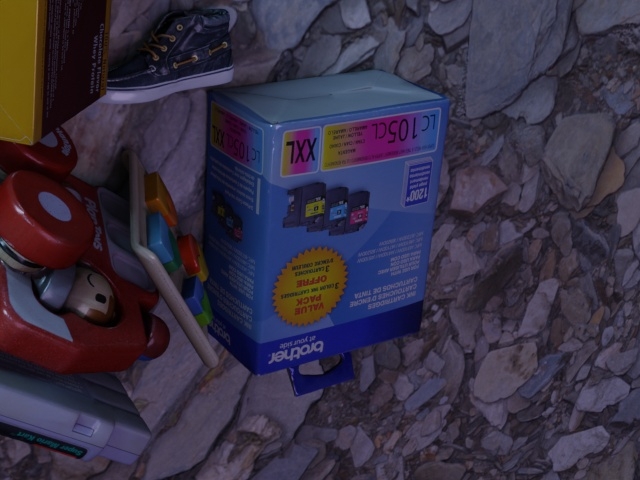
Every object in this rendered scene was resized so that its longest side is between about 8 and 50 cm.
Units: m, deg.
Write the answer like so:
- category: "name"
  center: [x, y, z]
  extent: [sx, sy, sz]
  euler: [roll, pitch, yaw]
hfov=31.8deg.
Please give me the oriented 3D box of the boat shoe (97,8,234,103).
- category: "boat shoe"
  center: [-0.178, -0.207, 1.243]
  extent: [0.183, 0.065, 0.083]
  euler: [-19, 121, -35]

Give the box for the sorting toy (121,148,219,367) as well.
- category: "sorting toy"
  center: [-0.165, 0.016, 1.270]
  extent: [0.038, 0.208, 0.193]
  euler: [-24, 129, 2]

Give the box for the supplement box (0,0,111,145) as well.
- category: "supplement box"
  center: [-0.286, -0.214, 1.043]
  extent: [0.129, 0.194, 0.191]
  euler: [11, 113, 6]

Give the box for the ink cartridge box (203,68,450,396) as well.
- category: "ink cartridge box"
  center: [0.000, 0.000, 1.428]
  extent: [0.270, 0.151, 0.396]
  euler: [-12, 121, -32]

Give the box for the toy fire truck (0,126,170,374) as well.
- category: "toy fire truck"
  center: [-0.263, 0.017, 1.143]
  extent: [0.254, 0.302, 0.169]
  euler: [29, 115, -38]

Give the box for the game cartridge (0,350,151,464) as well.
- category: "game cartridge"
  center: [-0.354, 0.113, 1.162]
  extent: [0.355, 0.230, 0.068]
  euler: [30, 105, -42]
